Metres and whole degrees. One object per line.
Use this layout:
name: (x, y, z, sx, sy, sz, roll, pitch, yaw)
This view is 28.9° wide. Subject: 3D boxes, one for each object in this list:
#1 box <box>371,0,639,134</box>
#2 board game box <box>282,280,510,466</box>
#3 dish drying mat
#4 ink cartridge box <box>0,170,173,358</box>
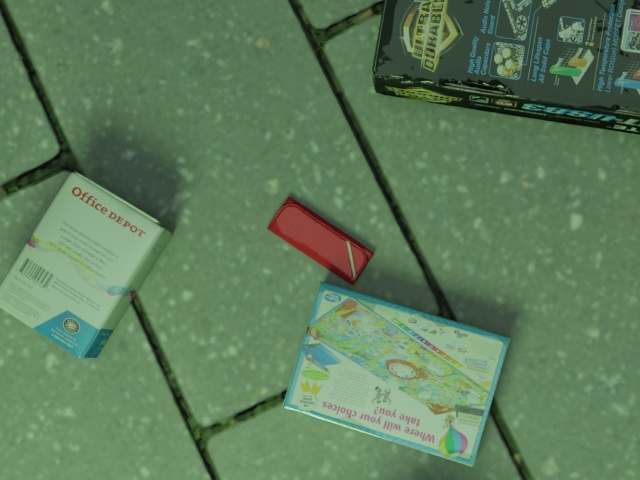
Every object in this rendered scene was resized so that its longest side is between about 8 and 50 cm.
box: (0.206, -0.240, 0.966, 0.293, 0.073, 0.296, 9, 85, 7)
board game box: (0.059, 0.103, 0.964, 0.154, 0.026, 0.103, 17, 85, 7)
dish drying mat: (0.000, 0.000, 0.990, 0.083, 0.008, 0.032, 34, 89, 8)
ink cartridge box: (-0.186, 0.020, 0.982, 0.088, 0.052, 0.122, 32, 89, 7)
